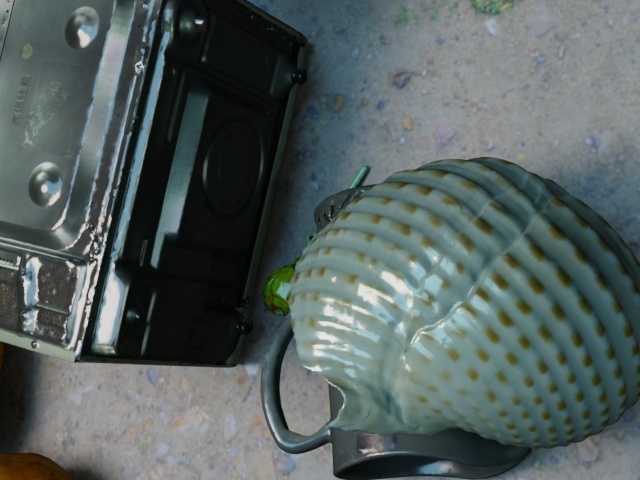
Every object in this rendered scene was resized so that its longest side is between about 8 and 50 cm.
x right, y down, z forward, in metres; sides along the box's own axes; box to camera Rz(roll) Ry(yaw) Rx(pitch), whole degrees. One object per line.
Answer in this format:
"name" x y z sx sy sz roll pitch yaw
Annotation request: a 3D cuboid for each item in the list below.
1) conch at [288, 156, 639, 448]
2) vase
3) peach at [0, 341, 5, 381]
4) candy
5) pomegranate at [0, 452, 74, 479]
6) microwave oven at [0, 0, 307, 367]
"conch" 0.144 0.043 0.966 0.303 0.319 0.215 56 134 25
"vase" 0.057 0.100 1.107 0.251 0.156 0.300 -12 70 5
"peach" -0.562 0.150 1.348 0.343 0.302 0.342 -11 71 34
"candy" 0.000 0.000 1.214 0.193 0.058 0.062 -58 29 0
"pomegranate" -0.376 0.356 1.273 0.248 0.248 0.248 -4 81 29
"microwave oven" -0.191 -0.075 1.171 0.247 0.333 0.394 11 88 26
